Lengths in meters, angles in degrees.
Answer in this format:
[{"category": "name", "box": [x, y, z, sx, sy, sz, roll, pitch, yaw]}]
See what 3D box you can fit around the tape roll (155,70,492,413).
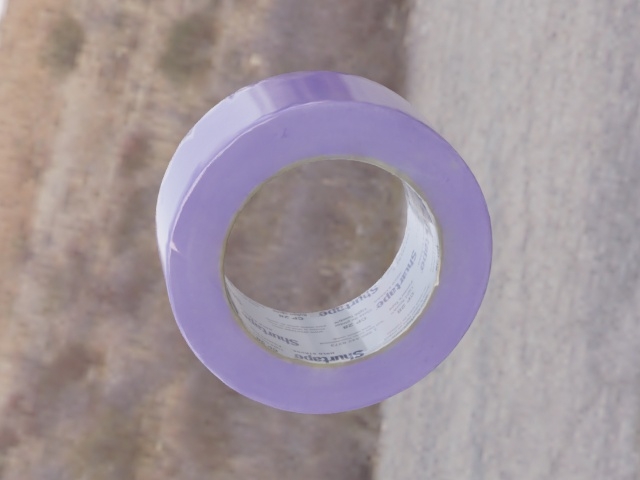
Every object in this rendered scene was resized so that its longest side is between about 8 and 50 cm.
[{"category": "tape roll", "box": [0.000, 0.000, 0.897, 0.080, 0.189, 0.189, -121, 40, -68]}]
